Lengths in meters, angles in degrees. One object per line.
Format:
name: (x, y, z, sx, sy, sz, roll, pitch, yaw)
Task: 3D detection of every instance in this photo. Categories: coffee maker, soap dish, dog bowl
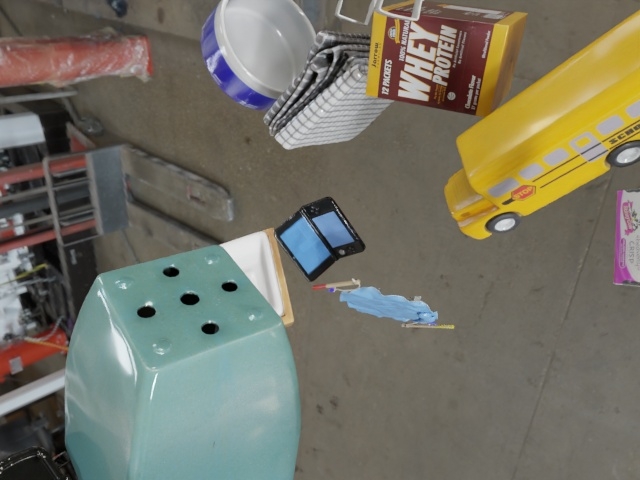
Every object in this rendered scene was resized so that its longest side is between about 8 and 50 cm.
coffee maker: (-0.368, 0.350, 0.666, 0.178, 0.120, 0.171, -34, 67, 44)
soap dish: (-0.207, 0.124, 1.210, 0.118, 0.291, 0.228, 56, -163, -60)
dog bowl: (-0.132, -0.435, 1.253, 0.104, 0.265, 0.264, -19, 93, 50)

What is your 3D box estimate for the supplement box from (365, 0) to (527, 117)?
supplement box: (0.200, -0.294, 0.871, 0.194, 0.191, 0.129, 16, 122, 21)

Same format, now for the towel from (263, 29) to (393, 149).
towel: (0.038, -0.297, 1.104, 0.235, 0.284, 0.121, -39, 80, 37)

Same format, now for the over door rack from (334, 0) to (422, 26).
over door rack: (0.164, -0.434, 0.763, 0.324, 0.108, 0.239, -59, 20, 10)

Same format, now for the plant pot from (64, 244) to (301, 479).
plant pot: (-0.118, 0.132, 0.472, 0.166, 0.166, 0.234, 44, 136, 36)

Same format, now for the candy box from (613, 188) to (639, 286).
candy box: (0.599, 0.004, 0.923, 0.071, 0.234, 0.159, -3, 81, 65)

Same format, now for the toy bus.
toy bus: (0.299, -0.130, 0.716, 0.333, 0.130, 0.108, -34, 48, 36)

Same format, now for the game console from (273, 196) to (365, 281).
game console: (0.000, 0.000, 1.140, 0.124, 0.085, 0.144, -18, 117, 40)

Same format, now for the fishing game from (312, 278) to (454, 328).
fishing game: (0.128, 0.115, 1.038, 0.189, 0.264, 0.041, -14, 57, 55)
